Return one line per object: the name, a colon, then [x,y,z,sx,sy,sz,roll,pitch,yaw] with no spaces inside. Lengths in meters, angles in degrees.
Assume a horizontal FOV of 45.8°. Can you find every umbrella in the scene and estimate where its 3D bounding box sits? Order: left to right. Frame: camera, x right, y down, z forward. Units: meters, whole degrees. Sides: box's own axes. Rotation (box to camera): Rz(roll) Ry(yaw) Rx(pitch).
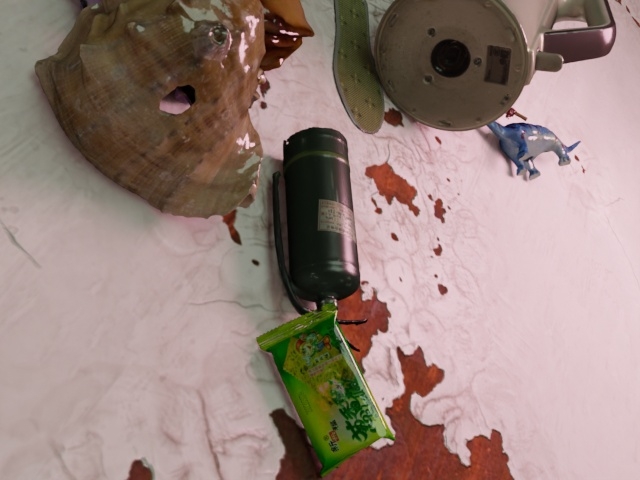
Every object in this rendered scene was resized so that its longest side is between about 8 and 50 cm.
umbrella: [0.313,-0.264,1.414,0.165,0.025,0.027,37,65,20]

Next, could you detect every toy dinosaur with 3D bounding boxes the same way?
toy dinosaur: [0.395,-0.179,1.443,0.329,0.076,0.144,12,50,-25]

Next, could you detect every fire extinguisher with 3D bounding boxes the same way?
fire extinguisher: [0.000,0.000,0.966,0.118,0.093,0.294,9,59,-23]

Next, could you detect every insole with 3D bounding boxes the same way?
insole: [0.061,-0.311,1.271,0.109,0.007,0.322,19,54,-34]

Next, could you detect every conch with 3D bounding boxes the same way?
conch: [-0.173,-0.181,0.829,0.263,0.186,0.324,-22,84,-2]

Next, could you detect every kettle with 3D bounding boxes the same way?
kettle: [0.324,-0.375,1.317,0.376,0.361,0.250,-53,145,-49]

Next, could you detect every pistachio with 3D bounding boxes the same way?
pistachio: [-0.097,-0.299,1.031,0.165,0.130,0.210,22,12,23]

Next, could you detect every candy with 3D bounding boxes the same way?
candy: [0.007,0.171,0.875,0.102,0.032,0.178,-25,81,-6]

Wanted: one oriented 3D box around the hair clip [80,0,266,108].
hair clip: [-0.199,-0.255,0.954,0.292,0.084,0.106,33,52,-16]
